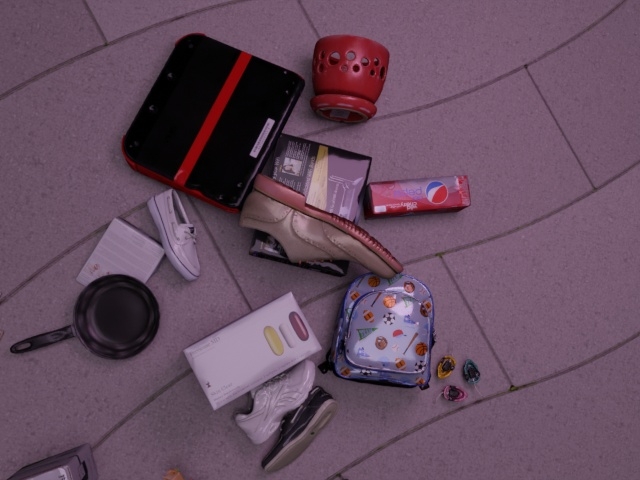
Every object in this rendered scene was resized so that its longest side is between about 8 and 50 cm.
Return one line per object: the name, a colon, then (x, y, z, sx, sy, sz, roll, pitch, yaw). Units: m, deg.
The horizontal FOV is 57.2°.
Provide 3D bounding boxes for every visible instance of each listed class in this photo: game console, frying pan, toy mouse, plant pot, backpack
game console: (-0.264, -0.295, 1.429, 0.341, 0.060, 0.387, 24, 79, 4)
frying pan: (-0.515, 0.215, 1.349, 0.326, 0.053, 0.197, -40, 92, -2)
toy mouse: (0.353, 0.356, 1.488, 0.143, 0.031, 0.161, 32, 79, -4)
plant pot: (0.070, -0.394, 1.464, 0.191, 0.191, 0.174, 6, 88, -9)
backpack: (0.150, 0.205, 1.394, 0.276, 0.213, 0.264, 9, 70, -6)

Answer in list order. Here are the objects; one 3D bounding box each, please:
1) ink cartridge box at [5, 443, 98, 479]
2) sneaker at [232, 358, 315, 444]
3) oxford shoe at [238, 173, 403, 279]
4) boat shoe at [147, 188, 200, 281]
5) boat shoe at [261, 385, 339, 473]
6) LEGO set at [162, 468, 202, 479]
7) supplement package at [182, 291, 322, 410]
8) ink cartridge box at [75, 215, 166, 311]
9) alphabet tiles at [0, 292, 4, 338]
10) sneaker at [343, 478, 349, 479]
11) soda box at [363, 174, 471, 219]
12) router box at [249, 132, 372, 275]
ink cartridge box: (-0.565, 0.508, 1.218, 0.153, 0.208, 0.087, -17, 86, -11)
sneaker: (-0.110, 0.357, 1.369, 0.115, 0.090, 0.232, 45, 76, -14)
oxford shoe: (0.000, 0.000, 1.354, 0.396, 0.140, 0.147, 30, 94, 2)
boat shoe: (-0.332, -0.016, 1.385, 0.075, 0.083, 0.226, -29, 87, 14)
boat shoe: (-0.057, 0.451, 1.394, 0.233, 0.084, 0.079, -48, 54, -6)
LEGO set: (-0.238, 0.617, 1.310, 0.107, 0.132, 0.287, -29, 82, -21)
supplement package: (-0.156, 0.242, 1.328, 0.261, 0.204, 0.145, -29, 88, -12)
ink cartridge box: (-0.467, 0.056, 1.393, 0.145, 0.045, 0.179, 34, 96, -5)
alphabet tiles: (-0.823, 0.208, 1.317, 0.198, 0.009, 0.237, 21, 80, -6)
sneaker: (0.073, 0.613, 1.409, 0.035, 0.031, 0.083, -8, 88, -24)
soda box: (0.243, -0.109, 1.501, 0.263, 0.092, 0.084, -5, 83, -10)
router box: (-0.024, -0.086, 1.457, 0.242, 0.081, 0.309, 15, 80, -7)
